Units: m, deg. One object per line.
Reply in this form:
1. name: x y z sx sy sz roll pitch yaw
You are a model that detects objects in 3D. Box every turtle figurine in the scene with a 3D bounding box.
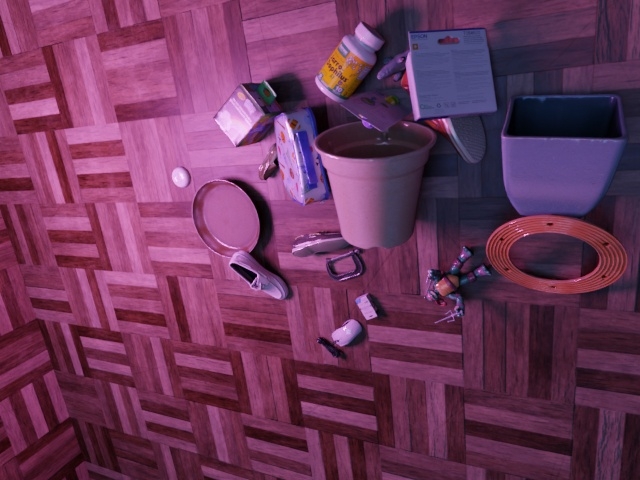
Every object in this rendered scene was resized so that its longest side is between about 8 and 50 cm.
1. turtle figurine: 0.398 0.134 1.424 0.175 0.118 0.234 41 107 -10

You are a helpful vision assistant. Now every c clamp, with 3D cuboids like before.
1. c clamp: 0.080 0.073 1.617 0.161 0.022 0.137 -27 100 30

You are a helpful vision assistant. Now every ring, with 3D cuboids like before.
1. ring: 0.623 0.038 1.236 0.337 0.032 0.336 17 148 11

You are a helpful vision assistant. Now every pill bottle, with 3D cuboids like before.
1. pill bottle: 0.088 -0.515 1.333 0.117 0.117 0.208 46 122 5

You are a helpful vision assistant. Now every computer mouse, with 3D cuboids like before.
1. computer mouse: 0.074 0.361 1.712 0.106 0.042 0.193 47 122 5

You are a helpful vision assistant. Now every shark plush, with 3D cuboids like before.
1. shark plush: 0.236 -0.501 1.293 0.161 0.067 0.073 -16 101 30

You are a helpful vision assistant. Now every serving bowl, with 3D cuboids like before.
1. serving bowl: -0.551 -0.246 1.805 0.083 0.027 0.083 9 111 23

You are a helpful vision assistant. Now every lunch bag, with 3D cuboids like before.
1. lunch bag: -0.056 -0.254 1.435 0.115 0.243 0.303 -17 104 -13

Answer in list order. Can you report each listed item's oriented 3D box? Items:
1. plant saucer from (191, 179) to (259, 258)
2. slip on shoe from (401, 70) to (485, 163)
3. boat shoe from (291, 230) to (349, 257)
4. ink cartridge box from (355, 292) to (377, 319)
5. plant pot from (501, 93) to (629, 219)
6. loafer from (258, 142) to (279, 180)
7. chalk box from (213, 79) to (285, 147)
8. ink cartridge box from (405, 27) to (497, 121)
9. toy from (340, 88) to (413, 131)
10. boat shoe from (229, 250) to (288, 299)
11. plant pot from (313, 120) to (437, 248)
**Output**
1. plant saucer: -0.354 -0.084 1.755 0.311 0.050 0.310 9 112 23
2. slip on shoe: 0.344 -0.354 1.283 0.331 0.123 0.101 51 154 -5
3. boat shoe: 0.000 0.000 1.593 0.228 0.081 0.068 -13 58 28
4. ink cartridge box: 0.166 0.234 1.627 0.048 0.028 0.083 -27 95 32
5. plant pot: 0.583 -0.195 1.142 0.247 0.248 0.252 8 130 24
6. loafer: -0.169 -0.265 1.590 0.050 0.056 0.148 38 121 16
7. chalk box: -0.221 -0.429 1.513 0.213 0.132 0.132 -38 88 31
8. ink cartridge box: 0.337 -0.432 1.201 0.223 0.045 0.223 -7 90 -10
9. toy: 0.156 -0.355 1.294 0.137 0.237 0.056 35 132 11
10. boat shoe: -0.238 0.149 1.740 0.258 0.084 0.095 37 127 -7
11. plant pot: 0.160 -0.154 1.338 0.334 0.334 0.305 9 123 23
